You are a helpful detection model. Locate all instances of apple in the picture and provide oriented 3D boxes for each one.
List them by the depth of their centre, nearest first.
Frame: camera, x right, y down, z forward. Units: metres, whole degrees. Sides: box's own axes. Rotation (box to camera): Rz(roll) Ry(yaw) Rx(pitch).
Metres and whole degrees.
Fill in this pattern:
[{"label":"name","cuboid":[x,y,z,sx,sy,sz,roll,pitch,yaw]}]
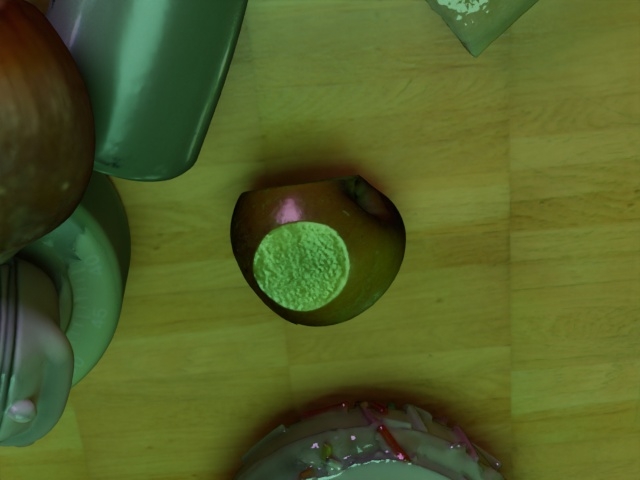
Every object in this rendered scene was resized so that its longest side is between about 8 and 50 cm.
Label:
[{"label":"apple","cuboid":[0.002,-0.001,1.027,0.147,0.146,0.163,-31,99,22]}]

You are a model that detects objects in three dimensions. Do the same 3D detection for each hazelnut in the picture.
[{"label":"hazelnut","cuboid":[-0.277,-0.081,0.806,0.214,0.176,0.214,2,96,19]}]

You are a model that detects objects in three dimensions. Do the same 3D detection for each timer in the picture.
[{"label":"timer","cuboid":[-0.301,0.071,0.931,0.291,0.315,0.291,-6,116,-13]}]

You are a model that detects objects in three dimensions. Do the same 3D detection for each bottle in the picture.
[{"label":"bottle","cuboid":[-0.135,-0.231,0.894,0.168,0.168,0.347,18,113,-11]}]

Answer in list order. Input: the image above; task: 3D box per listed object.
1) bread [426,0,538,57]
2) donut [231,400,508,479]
[{"label":"bread","cuboid":[0.162,-0.272,0.939,0.178,0.060,0.139,-39,113,17]},{"label":"donut","cuboid":[0.050,0.344,1.210,0.382,0.142,0.383,-1,117,-2]}]
